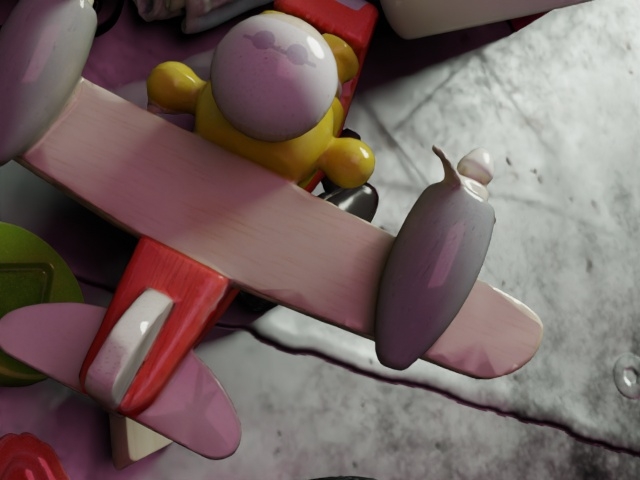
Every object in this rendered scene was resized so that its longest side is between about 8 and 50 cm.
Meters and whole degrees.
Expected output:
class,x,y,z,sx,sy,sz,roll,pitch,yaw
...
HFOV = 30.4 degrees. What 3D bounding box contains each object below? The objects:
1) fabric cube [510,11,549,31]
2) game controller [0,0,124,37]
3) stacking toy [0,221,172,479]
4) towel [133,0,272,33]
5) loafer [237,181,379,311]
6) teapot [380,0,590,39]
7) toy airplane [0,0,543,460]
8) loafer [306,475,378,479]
class,x,y,z,sx,sy,sz,roll,pitch,yaw
fabric cube,0.281,-0.410,1.189,0.259,0.254,0.258,-34,96,-31
game controller,-0.252,-0.319,0.987,0.167,0.067,0.319,3,75,-28
stacking toy,-0.259,0.151,0.866,0.309,0.130,0.279,50,34,-11
towel,-0.005,-0.369,1.000,0.374,0.320,0.090,-31,56,-31
loafer,0.000,0.000,1.040,0.062,0.061,0.170,49,60,-8
teapot,0.158,-0.280,0.980,0.256,0.253,0.187,-22,103,-49
toy airplane,-0.069,-0.044,0.849,0.386,0.272,0.384,-10,61,-23
loafer,-0.046,0.247,0.947,0.223,0.076,0.078,-14,89,-26
